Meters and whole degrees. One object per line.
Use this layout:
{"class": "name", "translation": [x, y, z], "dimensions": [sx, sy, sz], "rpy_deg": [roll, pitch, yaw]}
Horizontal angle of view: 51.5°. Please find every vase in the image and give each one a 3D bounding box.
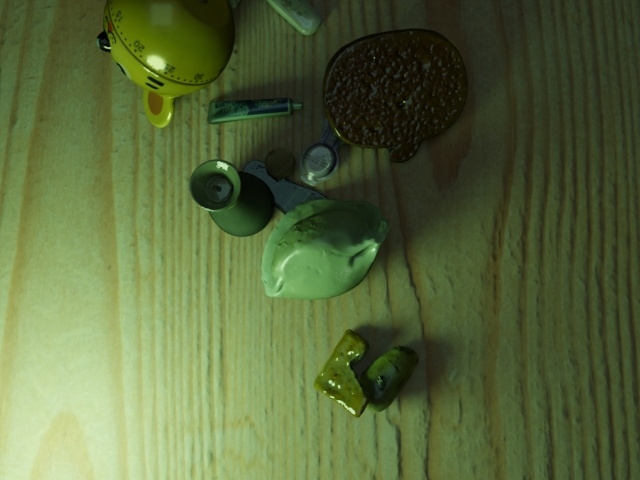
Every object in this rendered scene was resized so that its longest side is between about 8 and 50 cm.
{"class": "vase", "translation": [-0.225, -0.107, 1.648], "dimensions": [0.173, 0.321, 0.173], "rpy_deg": [-1, 85, 6]}

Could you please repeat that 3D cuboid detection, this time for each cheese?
{"class": "cheese", "translation": [0.010, -0.237, 1.804], "dimensions": [0.105, 0.042, 0.191], "rpy_deg": [29, 83, 6]}

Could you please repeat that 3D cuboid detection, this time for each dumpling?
{"class": "dumpling", "translation": [0.006, 0.013, 1.677], "dimensions": [0.320, 0.212, 0.270], "rpy_deg": [-2, 85, -4]}

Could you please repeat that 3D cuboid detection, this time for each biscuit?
{"class": "biscuit", "translation": [0.200, -0.383, 1.776], "dimensions": [0.394, 0.070, 0.351], "rpy_deg": [-5, 100, -8]}
{"class": "biscuit", "translation": [0.079, 0.329, 1.670], "dimensions": [0.174, 0.039, 0.183], "rpy_deg": [21, 78, 45]}

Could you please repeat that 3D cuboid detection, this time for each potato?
{"class": "potato", "translation": [0.172, 0.344, 1.679], "dimensions": [0.188, 0.085, 0.105], "rpy_deg": [-44, 80, -9]}

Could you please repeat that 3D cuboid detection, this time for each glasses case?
{"class": "glasses case", "translation": [-0.078, -0.660, 1.875], "dimensions": [0.074, 0.049, 0.193], "rpy_deg": [-44, 82, -5]}

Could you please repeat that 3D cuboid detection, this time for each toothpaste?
{"class": "toothpaste", "translation": [-0.181, -0.363, 1.836], "dimensions": [0.268, 0.047, 0.069], "rpy_deg": [-4, 93, 6]}

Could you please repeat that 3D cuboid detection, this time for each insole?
{"class": "insole", "translation": [-0.078, -0.121, 1.805], "dimensions": [0.309, 0.012, 0.110], "rpy_deg": [36, 85, 7]}

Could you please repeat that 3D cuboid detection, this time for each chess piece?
{"class": "chess piece", "translation": [-0.110, -0.211, 1.802], "dimensions": [0.083, 0.038, 0.084], "rpy_deg": [0, 73, -1]}

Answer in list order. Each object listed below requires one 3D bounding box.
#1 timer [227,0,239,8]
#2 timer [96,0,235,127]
{"class": "timer", "translation": [-0.240, -0.758, 1.797], "dimensions": [0.078, 0.253, 0.178], "rpy_deg": [18, 83, 5]}
{"class": "timer", "translation": [-0.419, -0.529, 1.752], "dimensions": [0.387, 0.376, 0.376], "rpy_deg": [-30, 77, 42]}
